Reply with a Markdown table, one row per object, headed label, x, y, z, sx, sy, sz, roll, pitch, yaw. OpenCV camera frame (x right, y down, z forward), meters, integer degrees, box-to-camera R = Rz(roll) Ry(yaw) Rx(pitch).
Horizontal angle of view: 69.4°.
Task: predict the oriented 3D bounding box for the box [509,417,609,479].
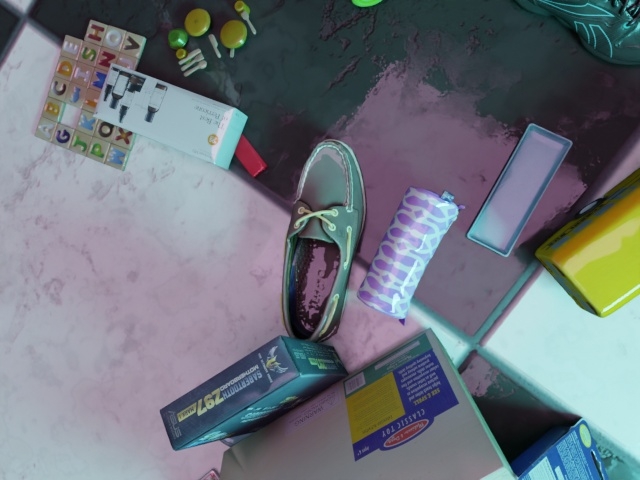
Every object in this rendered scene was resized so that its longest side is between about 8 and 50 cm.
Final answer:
| label | x | y | z | sx | sy | sz | roll | pitch | yaw |
| --- | --- | --- | --- | --- | --- | --- | --- | --- | --- |
| box | 0.315 | 0.344 | 0.615 | 0.036 | 0.225 | 0.136 | -29 | 76 | 52 |

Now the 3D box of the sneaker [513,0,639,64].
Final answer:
| label | x | y | z | sx | sy | sz | roll | pitch | yaw |
| --- | --- | --- | --- | --- | --- | --- | --- | --- | --- |
| sneaker | 0.382 | -0.326 | 0.627 | 0.267 | 0.106 | 0.101 | 29 | 95 | 9 |

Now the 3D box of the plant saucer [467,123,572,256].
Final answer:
| label | x | y | z | sx | sy | sz | roll | pitch | yaw |
| --- | --- | --- | --- | --- | --- | --- | --- | --- | --- |
| plant saucer | 0.295 | -0.074 | 0.690 | 0.067 | 0.018 | 0.192 | 29 | 97 | 10 |

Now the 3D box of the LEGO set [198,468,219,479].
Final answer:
| label | x | y | z | sx | sy | sz | roll | pitch | yaw |
| --- | --- | --- | --- | --- | --- | --- | --- | --- | --- |
| LEGO set | -0.217 | 0.542 | 0.797 | 0.244 | 0.060 | 0.182 | -41 | 79 | 0 |

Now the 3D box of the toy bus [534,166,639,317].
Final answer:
| label | x | y | z | sx | sy | sz | roll | pitch | yaw |
| --- | --- | --- | --- | --- | --- | --- | --- | --- | --- |
| toy bus | 0.453 | -0.047 | 0.600 | 0.333 | 0.130 | 0.108 | -40 | 83 | 9 |

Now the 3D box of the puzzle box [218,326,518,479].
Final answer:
| label | x | y | z | sx | sy | sz | roll | pitch | yaw |
| --- | --- | --- | --- | --- | --- | --- | --- | --- | --- |
| puzzle box | 0.026 | 0.306 | 0.620 | 0.409 | 0.272 | 0.052 | -34 | 109 | 10 |

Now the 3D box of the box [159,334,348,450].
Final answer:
| label | x | y | z | sx | sy | sz | roll | pitch | yaw |
| --- | --- | --- | --- | --- | --- | --- | --- | --- | --- |
| box | -0.075 | 0.209 | 0.642 | 0.183 | 0.233 | 0.059 | -33 | 68 | 6 |

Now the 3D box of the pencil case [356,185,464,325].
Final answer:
| label | x | y | z | sx | sy | sz | roll | pitch | yaw |
| --- | --- | --- | --- | --- | --- | --- | --- | --- | --- |
| pencil case | 0.132 | 0.018 | 0.695 | 0.088 | 0.086 | 0.206 | 25 | 97 | -17 |

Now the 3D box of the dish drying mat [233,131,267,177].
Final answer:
| label | x | y | z | sx | sy | sz | roll | pitch | yaw |
| --- | --- | --- | --- | --- | --- | --- | --- | --- | --- |
| dish drying mat | -0.126 | -0.147 | 0.781 | 0.032 | 0.008 | 0.083 | -39 | 82 | 9 |

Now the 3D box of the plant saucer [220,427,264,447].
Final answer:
| label | x | y | z | sx | sy | sz | roll | pitch | yaw |
| --- | --- | --- | --- | --- | --- | --- | --- | --- | --- |
| plant saucer | -0.140 | 0.299 | 0.781 | 0.119 | 0.021 | 0.119 | 0 | 91 | 11 |

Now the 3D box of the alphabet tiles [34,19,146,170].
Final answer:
| label | x | y | z | sx | sy | sz | roll | pitch | yaw |
| --- | --- | --- | --- | --- | --- | --- | --- | --- | --- |
| alphabet tiles | -0.404 | -0.270 | 0.838 | 0.198 | 0.009 | 0.237 | 21 | 95 | 11 |

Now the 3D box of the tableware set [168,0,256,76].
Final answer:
| label | x | y | z | sx | sy | sz | roll | pitch | yaw |
| --- | --- | --- | --- | --- | --- | --- | --- | --- | --- |
| tableware set | -0.186 | -0.352 | 0.787 | 0.154 | 0.024 | 0.104 | -27 | 82 | 12 |

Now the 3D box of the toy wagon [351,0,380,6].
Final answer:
| label | x | y | z | sx | sy | sz | roll | pitch | yaw |
| --- | --- | --- | --- | --- | --- | --- | --- | --- | --- |
| toy wagon | 0.149 | -0.521 | 0.691 | 0.344 | 0.068 | 0.267 | -9 | 89 | 12 |

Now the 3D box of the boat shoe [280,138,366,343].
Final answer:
| label | x | y | z | sx | sy | sz | roll | pitch | yaw |
| --- | --- | --- | --- | --- | --- | --- | --- | --- | --- |
| boat shoe | 0.000 | 0.000 | 0.711 | 0.117 | 0.097 | 0.324 | 8 | 92 | 12 |

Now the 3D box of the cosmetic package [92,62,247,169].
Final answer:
| label | x | y | z | sx | sy | sz | roll | pitch | yaw |
| --- | --- | --- | --- | --- | --- | --- | --- | --- | --- |
| cosmetic package | -0.252 | -0.207 | 0.772 | 0.239 | 0.060 | 0.098 | 22 | 96 | 11 |
